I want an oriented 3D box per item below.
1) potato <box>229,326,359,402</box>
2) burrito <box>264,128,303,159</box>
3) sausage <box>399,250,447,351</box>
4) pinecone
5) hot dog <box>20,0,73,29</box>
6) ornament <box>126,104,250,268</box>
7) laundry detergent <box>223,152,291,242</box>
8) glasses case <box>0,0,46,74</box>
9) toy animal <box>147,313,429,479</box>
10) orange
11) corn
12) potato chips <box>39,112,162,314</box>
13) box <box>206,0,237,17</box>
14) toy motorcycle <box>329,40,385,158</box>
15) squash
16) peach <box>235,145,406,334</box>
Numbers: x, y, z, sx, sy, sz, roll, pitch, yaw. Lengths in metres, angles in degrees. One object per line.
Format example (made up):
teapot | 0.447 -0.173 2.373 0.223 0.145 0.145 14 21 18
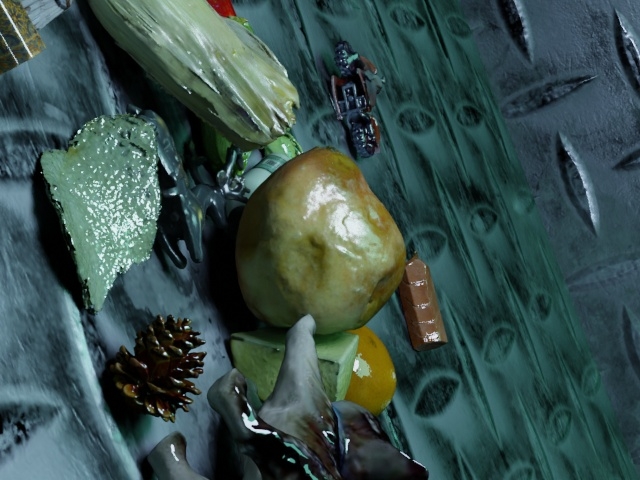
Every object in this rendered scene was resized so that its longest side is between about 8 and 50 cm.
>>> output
potato | -0.032 0.157 1.655 0.120 0.149 0.081 -34 135 -71
burrito | -0.009 -0.052 1.982 0.288 0.054 0.104 63 21 -16
sausage | 0.173 0.105 2.276 0.065 0.065 0.169 28 46 -60
pinecone | -0.169 0.130 1.364 0.102 0.102 0.109 28 76 -60
hot dog | -0.313 -0.348 1.504 0.131 0.069 0.253 62 23 -43
ornament | -0.166 -0.095 1.613 0.202 0.080 0.236 67 23 -14
laundry detergent | -0.080 -0.047 1.782 0.226 0.070 0.099 -53 127 -67
glasses case | -0.362 -0.266 1.287 0.218 0.075 0.049 63 25 -18
toy animal | -0.006 0.268 1.431 0.303 0.194 0.344 48 23 5
orange | 0.027 0.176 1.763 0.156 0.124 0.156 44 17 -17
corn | -0.156 -0.234 1.607 0.305 0.122 0.123 42 11 -6
potato chips | -0.233 -0.042 1.413 0.167 0.059 0.228 51 37 -16
box | -0.166 -0.306 1.841 0.112 0.048 0.175 68 21 -4
toy motorcycle | 0.073 -0.251 2.334 0.118 0.084 0.212 -3 81 -70
squash | -0.123 -0.190 1.749 0.068 0.077 0.219 -4 95 -63
peach | 0.000 0.000 1.633 0.214 0.214 0.235 -37 130 -68
